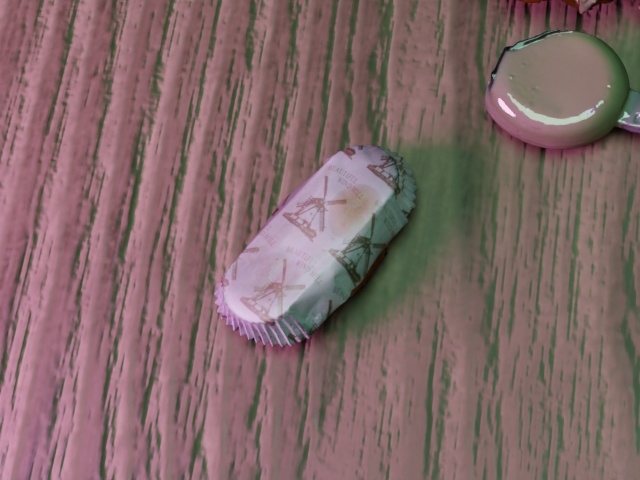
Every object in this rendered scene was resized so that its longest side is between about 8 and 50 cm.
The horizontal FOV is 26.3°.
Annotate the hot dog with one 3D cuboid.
[{"bbox_3d":[0.000,0.000,1.065,0.099,0.053,0.192,34,74,20],"label":"hot dog"}]

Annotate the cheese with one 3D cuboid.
[{"bbox_3d":[0.215,-0.115,1.076,0.171,0.047,0.092,1,70,11],"label":"cheese"}]

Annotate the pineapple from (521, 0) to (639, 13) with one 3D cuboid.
[{"bbox_3d":[0.164,-0.284,1.095,0.161,0.158,0.334,-39,67,-7],"label":"pineapple"}]
